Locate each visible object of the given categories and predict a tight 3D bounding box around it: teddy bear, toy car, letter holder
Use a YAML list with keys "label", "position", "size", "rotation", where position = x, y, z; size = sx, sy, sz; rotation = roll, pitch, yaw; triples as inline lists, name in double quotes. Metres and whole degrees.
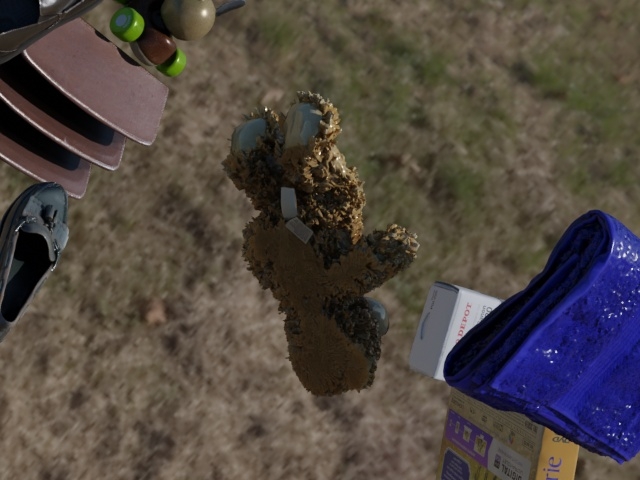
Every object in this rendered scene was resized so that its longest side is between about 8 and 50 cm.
- label: "teddy bear"
  position: [0.000, 0.000, 1.328]
  size: [0.113, 0.245, 0.338]
  rotation: [-20, 79, -51]
- label: "toy car"
  position: [-0.223, -0.374, 1.920]
  size: [0.155, 0.188, 0.149]
  rotation: [36, 37, -58]
- label: "letter holder"
  position: [-0.411, -0.216, 1.887]
  size: [0.302, 0.152, 0.214]
  rotation: [38, 55, -46]

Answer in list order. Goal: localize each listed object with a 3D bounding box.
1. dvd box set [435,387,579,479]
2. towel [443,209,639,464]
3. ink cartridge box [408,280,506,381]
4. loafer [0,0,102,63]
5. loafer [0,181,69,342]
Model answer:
- label: "dvd box set"
  position: [0.223, 0.390, 1.576]
  size: [0.062, 0.420, 0.307]
  rotation: [8, 3, -15]
- label: "towel"
  position: [0.294, 0.116, 1.226]
  size: [0.308, 0.227, 0.076]
  rotation: [28, 20, -42]
- label: "ink cartridge box"
  position: [0.276, 0.172, 2.016]
  size: [0.218, 0.158, 0.092]
  rotation: [16, 0, -24]
- label: "loafer"
  position: [-0.308, -0.279, 1.349]
  size: [0.080, 0.220, 0.078]
  rotation: [48, -5, -3]
- label: "loafer"
  position: [-0.383, 0.025, 1.574]
  size: [0.096, 0.084, 0.267]
  rotation: [42, 47, -29]
